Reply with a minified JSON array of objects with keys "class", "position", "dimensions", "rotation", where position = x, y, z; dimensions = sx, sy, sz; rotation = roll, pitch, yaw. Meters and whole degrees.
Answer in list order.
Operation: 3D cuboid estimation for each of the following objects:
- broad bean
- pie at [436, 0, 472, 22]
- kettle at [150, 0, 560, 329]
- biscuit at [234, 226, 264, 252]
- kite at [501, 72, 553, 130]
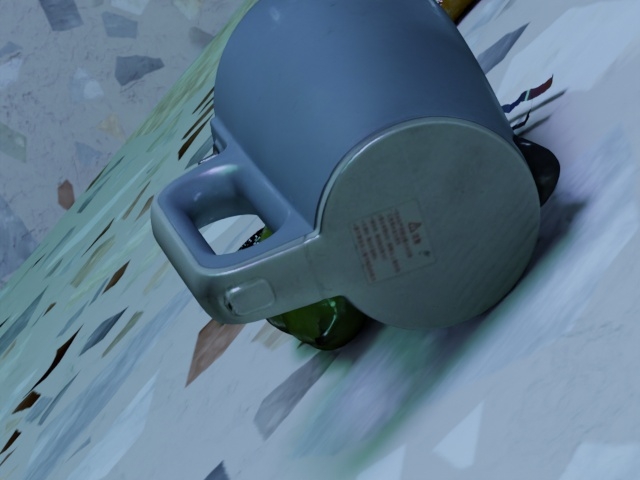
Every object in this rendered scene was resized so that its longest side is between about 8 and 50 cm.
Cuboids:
[{"class":"broad bean","position":[-0.006,0.009,1.274],"dimensions":[0.098,0.056,0.318],"rotation":[-55,12,16]},{"class":"pie","position":[0.127,-0.222,1.627],"dimensions":[0.191,0.033,0.088],"rotation":[-48,7,5]},{"class":"kettle","position":[0.007,-0.040,1.076],"dimensions":[0.210,0.160,0.243],"rotation":[-15,22,-4]},{"class":"biscuit","position":[-0.056,0.024,1.507],"dimensions":[0.089,0.027,0.087],"rotation":[-49,10,-6]},{"class":"kite","position":[0.078,-0.041,1.260],"dimensions":[0.127,0.016,0.229],"rotation":[-58,11,-27]}]
